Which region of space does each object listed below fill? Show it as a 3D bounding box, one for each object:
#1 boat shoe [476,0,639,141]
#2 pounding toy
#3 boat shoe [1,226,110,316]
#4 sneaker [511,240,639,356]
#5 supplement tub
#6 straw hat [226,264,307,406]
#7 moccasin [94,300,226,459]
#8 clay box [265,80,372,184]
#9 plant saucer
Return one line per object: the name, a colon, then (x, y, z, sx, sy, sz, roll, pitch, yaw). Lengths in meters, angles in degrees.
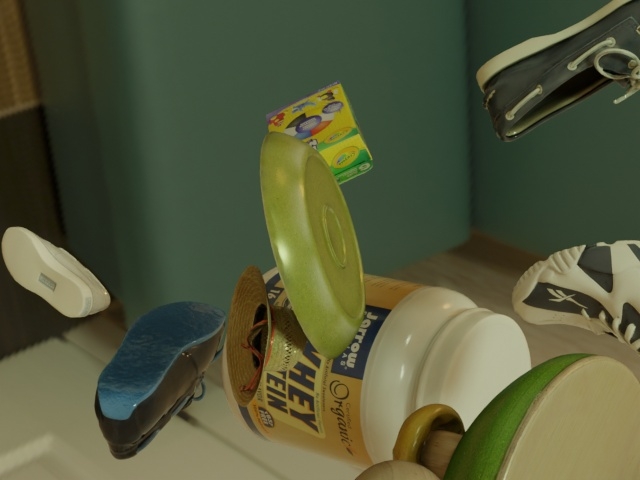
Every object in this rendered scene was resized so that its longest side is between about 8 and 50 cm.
boat shoe: (0.265, -0.170, 1.220, 0.095, 0.254, 0.079, 21, 50, -62)
pounding toy: (0.078, 0.151, 0.707, 0.237, 0.110, 0.183, -24, 115, -45)
boat shoe: (-0.345, 0.039, 1.724, 0.063, 0.184, 0.066, 1, 113, -54)
sneaker: (0.272, 0.083, 1.110, 0.094, 0.235, 0.153, 39, 48, -54)
supplement tub: (0.065, 0.156, 1.554, 0.228, 0.316, 0.228, -13, 107, -49)
straw hat: (-0.047, 0.099, 1.332, 0.061, 0.144, 0.145, 6, 102, -19)
moccasin: (-0.236, 0.190, 1.862, 0.342, 0.137, 0.117, -43, 141, -61)
clay box: (-0.004, -0.143, 1.901, 0.127, 0.222, 0.053, -25, 120, 5)
plant saucer: (0.000, 0.000, 1.342, 0.037, 0.241, 0.241, -15, 125, 13)
